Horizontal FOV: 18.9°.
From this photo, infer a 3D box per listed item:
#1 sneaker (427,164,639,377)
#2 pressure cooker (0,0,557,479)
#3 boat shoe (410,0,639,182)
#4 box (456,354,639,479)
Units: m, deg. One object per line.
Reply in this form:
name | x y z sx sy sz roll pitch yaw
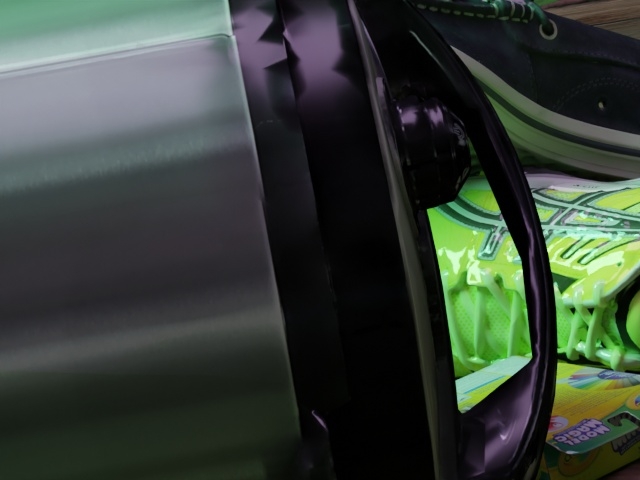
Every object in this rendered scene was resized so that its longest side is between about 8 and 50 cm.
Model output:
sneaker | 0.171 0.025 1.310 0.385 0.145 0.147 -14 16 19
pressure cooker | -0.089 0.037 1.004 0.420 0.370 0.375 -11 14 -2
boat shoe | 0.108 -0.110 1.421 0.500 0.156 0.187 15 -33 -28
box | 0.139 0.113 1.186 0.105 0.043 0.179 -21 11 -28
